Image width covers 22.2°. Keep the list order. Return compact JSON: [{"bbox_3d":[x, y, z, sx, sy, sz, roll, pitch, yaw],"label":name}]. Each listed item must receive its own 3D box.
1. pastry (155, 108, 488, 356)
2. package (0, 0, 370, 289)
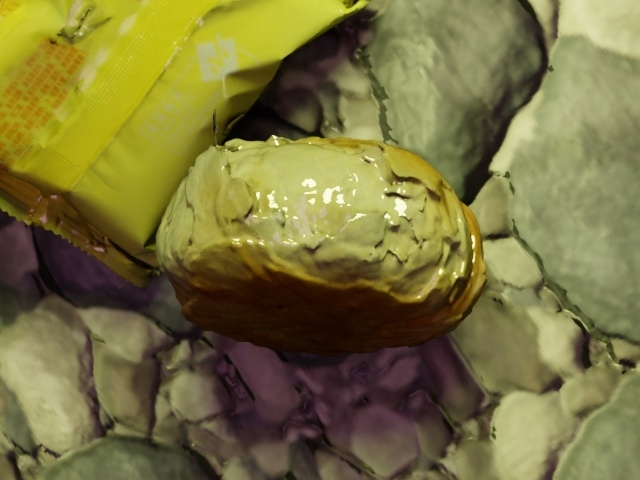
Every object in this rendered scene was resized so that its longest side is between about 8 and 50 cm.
[{"bbox_3d":[0.000,0.005,0.742,0.153,0.153,0.081,-2,58,19],"label":"pastry"},{"bbox_3d":[-0.091,-0.091,0.767,0.168,0.090,0.226,34,108,-21],"label":"package"}]
